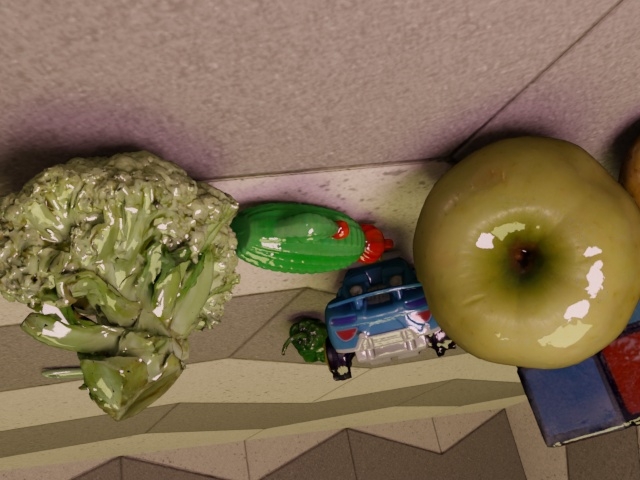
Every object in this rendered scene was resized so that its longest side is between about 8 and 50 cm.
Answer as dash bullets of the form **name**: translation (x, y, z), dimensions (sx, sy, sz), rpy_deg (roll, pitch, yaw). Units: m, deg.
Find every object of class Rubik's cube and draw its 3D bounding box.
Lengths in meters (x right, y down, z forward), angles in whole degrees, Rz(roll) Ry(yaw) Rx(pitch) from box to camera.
- **Rubik's cube**: translation (0.567, 0.210, 1.203), dimensions (0.318, 0.316, 0.313), rpy_deg (-27, 155, 25)

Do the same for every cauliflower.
- **cauliflower**: translation (-0.195, 0.046, 0.603), dimensions (0.275, 0.250, 0.272), rpy_deg (-3, 156, -28)

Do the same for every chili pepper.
- **chili pepper**: translation (-0.014, 0.210, 1.242), dimensions (0.100, 0.074, 0.257), rpy_deg (-14, 156, 4)

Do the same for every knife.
- **knife**: translation (-0.417, 0.268, 1.250), dimensions (0.293, 0.020, 0.043), rpy_deg (7, 148, -36)

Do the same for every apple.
- **apple**: translation (0.243, 0.009, 0.709), dimensions (0.279, 0.279, 0.279), rpy_deg (-10, 155, -5)

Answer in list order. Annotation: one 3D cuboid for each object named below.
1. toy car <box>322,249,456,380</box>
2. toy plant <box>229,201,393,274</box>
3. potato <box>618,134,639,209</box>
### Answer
- **toy car**: translation (0.099, 0.099, 0.967), dimensions (0.198, 0.166, 0.314), rpy_deg (-13, -176, 8)
- **toy plant**: translation (-0.014, 0.002, 0.790), dimensions (0.154, 0.088, 0.240), rpy_deg (-10, 169, 26)
- **potato**: translation (0.513, -0.065, 0.803), dimensions (0.195, 0.176, 0.369), rpy_deg (3, 168, 46)
